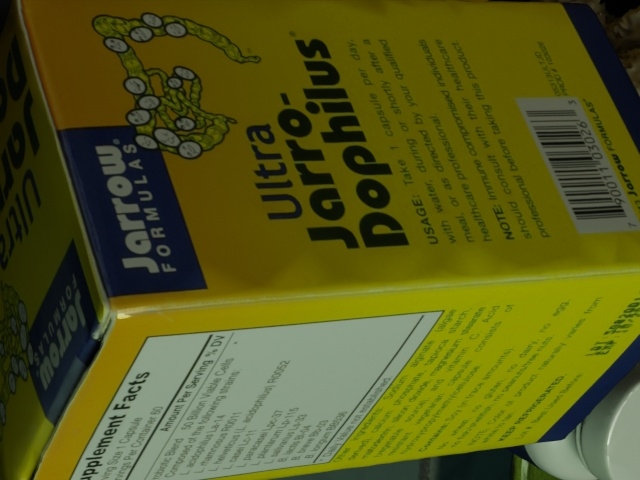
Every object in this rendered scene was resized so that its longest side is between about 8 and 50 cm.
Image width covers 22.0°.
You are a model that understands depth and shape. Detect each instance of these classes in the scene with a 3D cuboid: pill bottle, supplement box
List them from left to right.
[{"bbox_3d":[0.000,0.000,0.902,0.357,0.195,0.194,-3,146,-29],"label":"supplement box"},{"bbox_3d":[0.159,0.096,1.092,0.112,0.187,0.112,-10,109,-30],"label":"pill bottle"}]

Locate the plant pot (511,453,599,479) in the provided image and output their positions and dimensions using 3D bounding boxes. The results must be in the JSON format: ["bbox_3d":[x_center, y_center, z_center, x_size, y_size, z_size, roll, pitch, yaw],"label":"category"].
[{"bbox_3d":[0.388,0.192,1.167,0.367,0.353,0.366,-11,111,-30],"label":"plant pot"}]

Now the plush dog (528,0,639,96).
[{"bbox_3d":[0.281,-0.113,1.058,0.262,0.210,0.225,44,73,-8],"label":"plush dog"}]
